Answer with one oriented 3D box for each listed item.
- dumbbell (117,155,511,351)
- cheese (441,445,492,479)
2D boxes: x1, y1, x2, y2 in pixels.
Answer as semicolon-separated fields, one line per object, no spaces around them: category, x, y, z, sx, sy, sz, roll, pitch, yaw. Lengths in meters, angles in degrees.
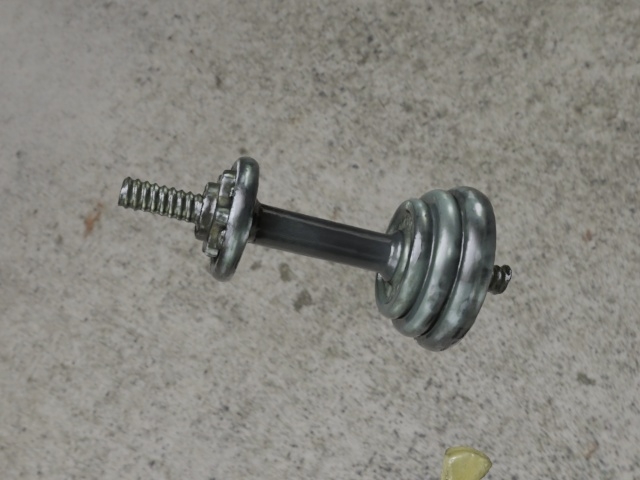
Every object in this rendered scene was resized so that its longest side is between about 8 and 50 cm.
dumbbell;0.000;0.000;0.587;0.254;0.110;0.110;12;63;-12
cheese;0.125;0.219;0.812;0.044;0.030;0.083;3;104;1
